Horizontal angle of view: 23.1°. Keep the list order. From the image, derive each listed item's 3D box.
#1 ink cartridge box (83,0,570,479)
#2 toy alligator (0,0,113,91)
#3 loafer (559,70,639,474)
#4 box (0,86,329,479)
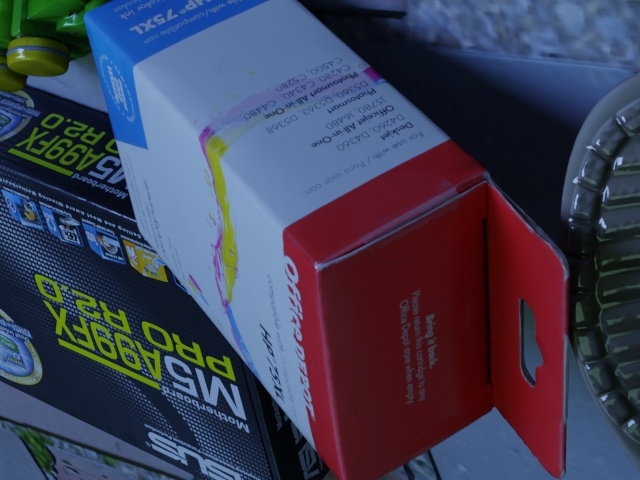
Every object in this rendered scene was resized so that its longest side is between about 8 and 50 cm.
[{"bbox_3d":[0.000,0.000,0.624,0.231,0.078,0.134,47,156,40],"label":"ink cartridge box"},{"bbox_3d":[-0.116,-0.105,0.726,0.051,0.056,0.189,11,166,-39],"label":"toy alligator"},{"bbox_3d":[0.161,0.055,0.586,0.102,0.092,0.268,-13,107,21],"label":"loafer"},{"bbox_3d":[-0.125,0.023,0.872,0.270,0.060,0.216,22,142,28],"label":"box"}]
